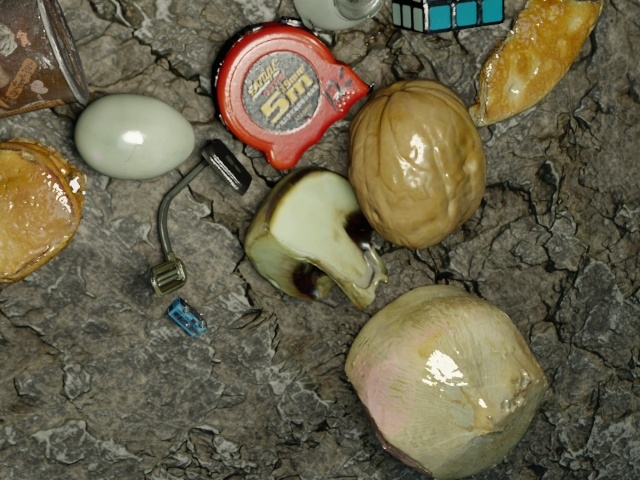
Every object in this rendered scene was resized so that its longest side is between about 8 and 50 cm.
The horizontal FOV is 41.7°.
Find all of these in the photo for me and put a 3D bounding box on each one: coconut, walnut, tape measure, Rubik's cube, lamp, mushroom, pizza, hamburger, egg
[{"bbox_3d":[0.274,0.304,1.739,0.404,0.404,0.405,-7,113,-16],"label":"coconut"},{"bbox_3d":[0.182,-0.143,1.582,0.251,0.277,0.313,-15,121,10],"label":"walnut"},{"bbox_3d":[-0.069,-0.279,1.532,0.253,0.114,0.260,-45,114,3],"label":"tape measure"},{"bbox_3d":[0.227,-0.469,1.526,0.160,0.163,0.162,-11,110,-14],"label":"Rubik's cube"},{"bbox_3d":[-0.242,-0.039,1.529,0.124,0.203,0.283,33,103,-7],"label":"lamp"},{"bbox_3d":[-0.003,-0.009,1.663,0.292,0.212,0.217,28,56,-14],"label":"mushroom"},{"bbox_3d":[0.420,-0.372,1.676,0.182,0.074,0.365,36,97,-28],"label":"pizza"},{"bbox_3d":[-0.525,-0.045,1.420,0.245,0.211,0.261,6,103,-13],"label":"hamburger"},{"bbox_3d":[-0.322,-0.180,1.465,0.209,0.151,0.151,1,111,-20],"label":"egg"}]

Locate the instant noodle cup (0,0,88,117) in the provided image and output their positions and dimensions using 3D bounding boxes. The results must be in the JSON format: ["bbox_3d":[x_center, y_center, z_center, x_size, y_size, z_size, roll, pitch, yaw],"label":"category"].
[{"bbox_3d":[-0.504,-0.292,1.338,0.207,0.217,0.218,-19,116,-4],"label":"instant noodle cup"}]

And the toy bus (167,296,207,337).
[{"bbox_3d":[-0.266,0.154,1.681,0.046,0.038,0.083,-40,116,6],"label":"toy bus"}]

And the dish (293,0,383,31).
[{"bbox_3d":[0.060,-0.463,1.480,0.224,0.078,0.246,17,114,-42],"label":"dish"}]
